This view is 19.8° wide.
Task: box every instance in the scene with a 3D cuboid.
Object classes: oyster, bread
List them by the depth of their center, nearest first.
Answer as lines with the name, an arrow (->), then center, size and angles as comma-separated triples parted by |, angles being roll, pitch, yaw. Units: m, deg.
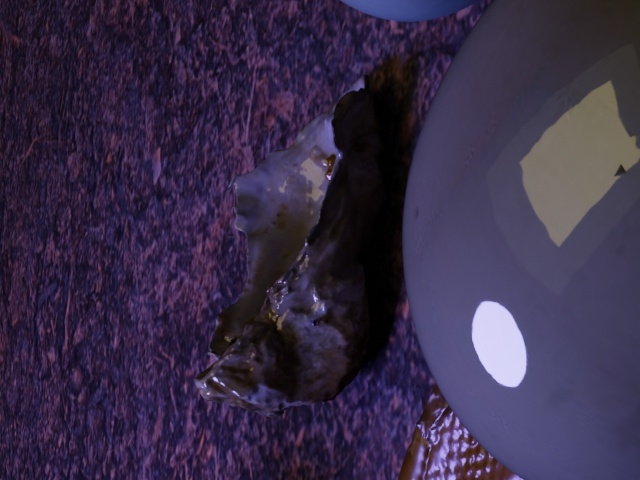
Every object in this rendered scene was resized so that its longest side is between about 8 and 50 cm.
bread -> 0.102, 0.111, 0.954 | 0.114, 0.077, 0.189 | 52, 134, 30
oyster -> -0.007, 0.012, 1.219 | 0.161, 0.107, 0.232 | 138, 151, -64

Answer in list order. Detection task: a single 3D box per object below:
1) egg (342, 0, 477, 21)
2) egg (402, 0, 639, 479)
egg -> 0.051, -0.233, 1.031 | 0.168, 0.168, 0.231 | 139, 138, -57
egg -> 0.145, -0.017, 0.707 | 0.269, 0.219, 0.219 | -52, 38, 32
